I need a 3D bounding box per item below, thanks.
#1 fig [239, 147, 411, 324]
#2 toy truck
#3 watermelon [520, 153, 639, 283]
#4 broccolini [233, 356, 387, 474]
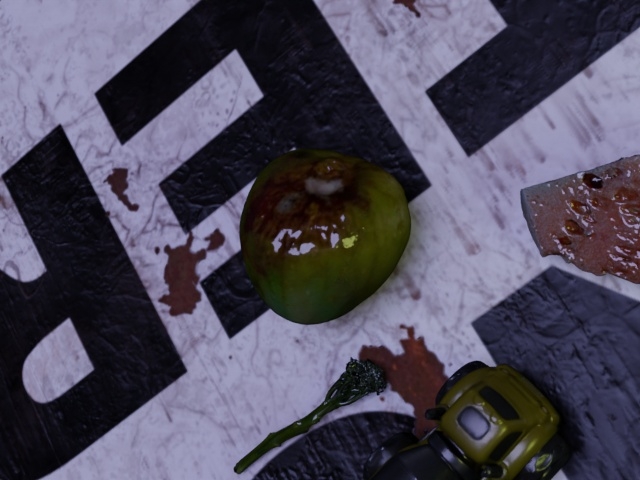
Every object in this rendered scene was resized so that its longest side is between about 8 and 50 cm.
[{"bbox_3d":[0.000,0.000,1.358,0.181,0.181,0.191,35,122,27],"label":"fig"},{"bbox_3d":[0.129,0.226,1.252,0.224,0.165,0.147,-49,65,11],"label":"toy truck"},{"bbox_3d":[0.307,-0.026,1.255,0.241,0.094,0.154,2,93,29],"label":"watermelon"},{"bbox_3d":[-0.013,0.205,1.407,0.218,0.042,0.044,-42,39,21],"label":"broccolini"}]
